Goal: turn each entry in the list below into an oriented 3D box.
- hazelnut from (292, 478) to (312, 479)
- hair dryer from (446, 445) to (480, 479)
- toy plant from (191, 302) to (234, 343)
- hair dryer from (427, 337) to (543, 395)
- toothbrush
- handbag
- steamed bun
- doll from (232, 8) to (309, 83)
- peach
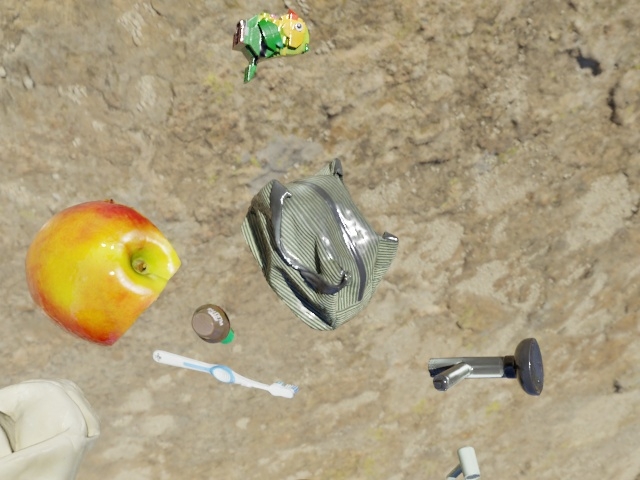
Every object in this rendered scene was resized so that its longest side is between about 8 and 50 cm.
[{"bbox_3d":[-0.053,0.911,1.840,0.372,0.372,0.316,12,105,-36],"label":"hazelnut"},{"bbox_3d":[0.299,0.501,1.317,0.037,0.063,0.124,10,133,-17],"label":"hair dryer"},{"bbox_3d":[-0.313,0.246,1.799,0.105,0.143,0.200,-47,171,3],"label":"toy plant"},{"bbox_3d":[0.439,0.386,1.676,0.320,0.284,0.156,-10,102,22],"label":"hair dryer"},{"bbox_3d":[-0.230,0.304,1.395,0.385,0.040,0.040,8,141,21],"label":"toothbrush"},{"bbox_3d":[0.000,0.000,1.304,0.247,0.341,0.240,-25,162,-35],"label":"handbag"},{"bbox_3d":[-0.657,0.447,1.264,0.342,0.368,0.255,-22,123,43],"label":"steamed bun"},{"bbox_3d":[-0.114,-0.457,1.412,0.186,0.106,0.135,-25,102,-19],"label":"doll"},{"bbox_3d":[-0.537,0.080,1.411,0.306,0.242,0.380,51,139,-13],"label":"peach"}]
